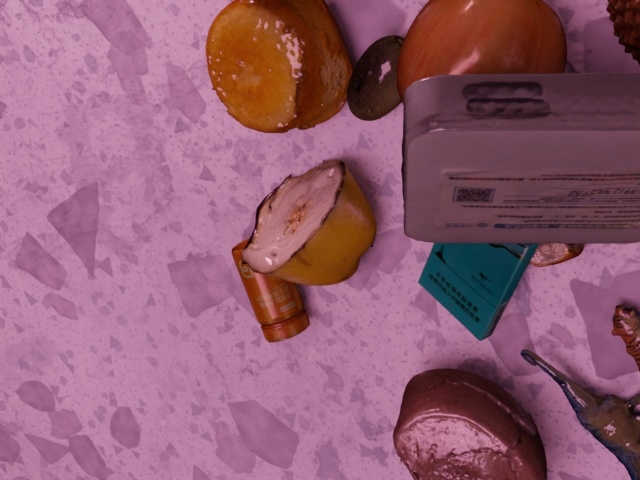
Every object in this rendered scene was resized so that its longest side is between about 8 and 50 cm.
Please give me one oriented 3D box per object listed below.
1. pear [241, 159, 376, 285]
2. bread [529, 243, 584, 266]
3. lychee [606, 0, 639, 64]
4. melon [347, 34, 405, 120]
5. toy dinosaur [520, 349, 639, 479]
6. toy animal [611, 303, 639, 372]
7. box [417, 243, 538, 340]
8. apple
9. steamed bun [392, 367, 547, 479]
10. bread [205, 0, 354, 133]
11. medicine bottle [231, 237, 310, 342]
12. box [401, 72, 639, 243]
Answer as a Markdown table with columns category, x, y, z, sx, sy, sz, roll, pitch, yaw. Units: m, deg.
| category | x | y | z | sx | sy | sz | roll | pitch | yaw |
| --- | --- | --- | --- | --- | --- | --- | --- | --- | --- |
| pear | 0.001 | 0.000 | 1.784 | 0.267 | 0.267 | 0.178 | -30 | 119 | 36 |
| bread | 0.373 | 0.005 | 1.624 | 0.083 | 0.070 | 0.076 | -18 | 100 | 38 |
| lychee | 0.496 | -0.316 | 1.304 | 0.268 | 0.267 | 0.267 | 12 | 117 | 25 |
| melon | 0.100 | -0.261 | 1.645 | 0.099 | 0.099 | 0.162 | 41 | 131 | 8 |
| toy dinosaur | 0.487 | 0.306 | 1.692 | 0.363 | 0.076 | 0.147 | 49 | 133 | -2 |
| toy animal | 0.555 | 0.200 | 1.622 | 0.099 | 0.057 | 0.241 | -22 | 101 | 42 |
| box | 0.258 | 0.037 | 1.677 | 0.161 | 0.042 | 0.226 | 43 | 137 | 27 |
| apple | 0.238 | -0.265 | 1.497 | 0.242 | 0.242 | 0.241 | 32 | 112 | 15 |
| steamed bun | 0.280 | 0.350 | 1.730 | 0.199 | 0.251 | 0.301 | -39 | 94 | 28 |
| bread | -0.077 | -0.307 | 1.701 | 0.268 | 0.146 | 0.268 | 14 | 118 | 29 |
| medicine bottle | -0.095 | 0.088 | 1.919 | 0.096 | 0.096 | 0.191 | -11 | 105 | 34 |
| box | 0.310 | -0.100 | 1.397 | 0.396 | 0.111 | 0.396 | 1 | 159 | 4 |
